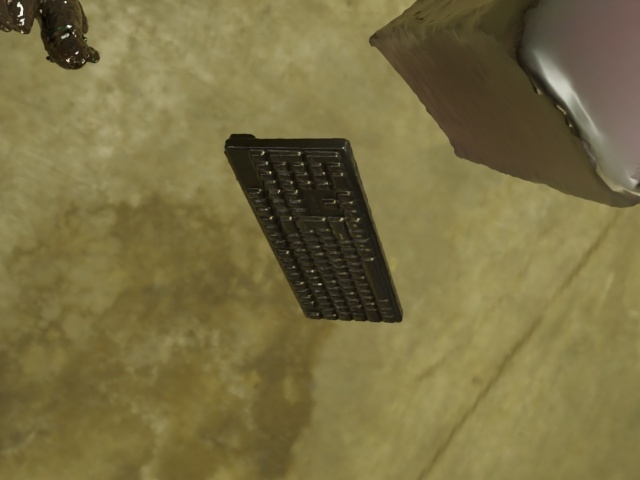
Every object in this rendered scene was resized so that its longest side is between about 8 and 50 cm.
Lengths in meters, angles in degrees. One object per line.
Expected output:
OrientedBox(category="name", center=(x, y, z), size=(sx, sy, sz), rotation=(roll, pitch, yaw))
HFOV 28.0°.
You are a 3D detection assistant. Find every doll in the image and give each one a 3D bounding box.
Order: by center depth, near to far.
OrientedBox(category="doll", center=(-0.237, -0.194, 0.972), size=(0.057, 0.165, 0.139), rotation=(-40, 175, 25))

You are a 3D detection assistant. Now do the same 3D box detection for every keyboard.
OrientedBox(category="keyboard", center=(0.000, 0.000, 1.047), size=(0.309, 0.101, 0.018), rotation=(69, 27, -61))

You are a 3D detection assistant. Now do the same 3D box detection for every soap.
OrientedBox(category="soap", center=(0.181, -0.155, 0.617), size=(0.296, 0.285, 0.107), rotation=(-40, 100, 1))
